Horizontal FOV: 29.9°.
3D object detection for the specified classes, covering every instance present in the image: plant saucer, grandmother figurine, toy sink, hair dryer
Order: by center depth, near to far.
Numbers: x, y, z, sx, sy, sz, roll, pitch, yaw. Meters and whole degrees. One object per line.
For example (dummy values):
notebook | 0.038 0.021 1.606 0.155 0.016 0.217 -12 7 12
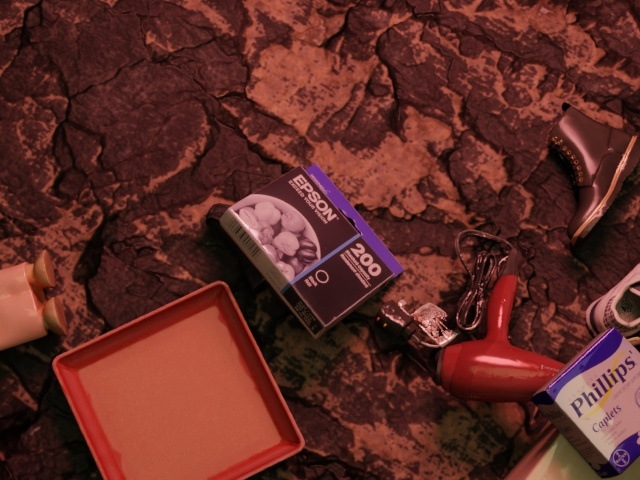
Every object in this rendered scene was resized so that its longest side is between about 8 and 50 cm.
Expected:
toy sink | 0.333 0.318 1.575 0.131 0.153 0.234 40 76 6
grandmother figurine | -0.517 0.126 1.599 0.343 0.104 0.207 -14 72 -4
hair dryer | 0.235 0.116 1.617 0.224 0.080 0.293 -40 62 -10
plant saucer | -0.191 0.222 1.619 0.259 0.048 0.258 -26 79 -9

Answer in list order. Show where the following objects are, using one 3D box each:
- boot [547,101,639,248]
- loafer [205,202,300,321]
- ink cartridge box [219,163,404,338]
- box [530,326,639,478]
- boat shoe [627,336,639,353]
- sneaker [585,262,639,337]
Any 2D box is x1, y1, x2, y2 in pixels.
boot | 0.366 -0.095 1.729 0.137 0.077 0.198 31 63 9
loafer | -0.075 0.034 1.657 0.223 0.076 0.078 39 67 3
ink cartridge box | 0.000 0.000 1.640 0.206 0.045 0.208 50 49 6
box | 0.357 0.201 1.490 0.126 0.072 0.137 -40 81 -13
boat shoe | 0.516 0.178 1.652 0.305 0.091 0.109 -3 76 -4
sneaker | 0.478 0.056 1.681 0.235 0.095 0.090 -42 80 -14
